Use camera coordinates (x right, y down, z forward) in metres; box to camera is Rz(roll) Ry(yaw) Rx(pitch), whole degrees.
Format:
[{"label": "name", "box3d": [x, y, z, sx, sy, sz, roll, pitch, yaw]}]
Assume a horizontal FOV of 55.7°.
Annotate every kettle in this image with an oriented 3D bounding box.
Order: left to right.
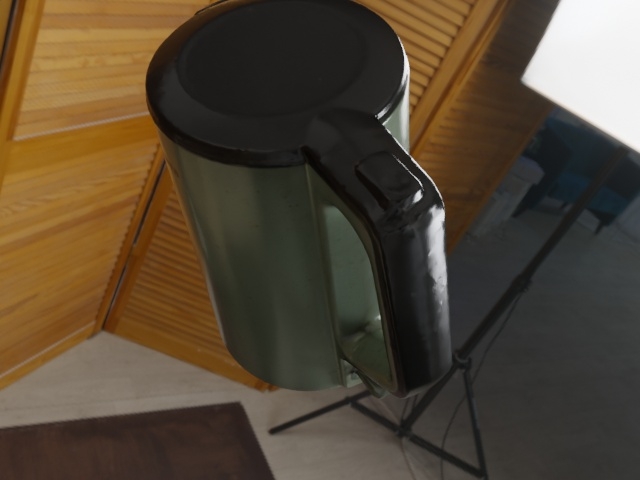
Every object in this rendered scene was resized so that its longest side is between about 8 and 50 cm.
[{"label": "kettle", "box3d": [0.000, 0.000, 0.606, 0.250, 0.377, 0.361, -23, 53, -13]}]
